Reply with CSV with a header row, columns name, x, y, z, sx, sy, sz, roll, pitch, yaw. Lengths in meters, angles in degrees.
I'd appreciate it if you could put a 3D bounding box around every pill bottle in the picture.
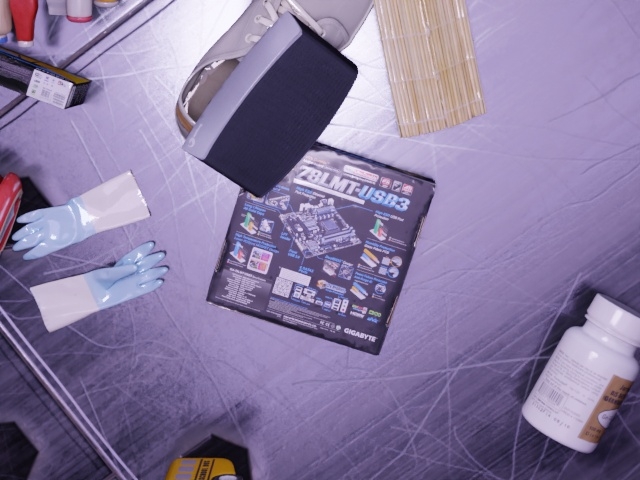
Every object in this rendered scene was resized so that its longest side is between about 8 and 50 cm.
name,x,y,z,sx,sy,sz,roll,pitch,yaw
pill bottle,0.427,0.207,1.868,0.131,0.131,0.229,27,99,-3

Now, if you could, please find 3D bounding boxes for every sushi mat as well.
name,x,y,z,sx,sy,sz,roll,pitch,yaw
sushi mat,0.159,-0.324,1.811,0.151,0.019,0.317,-17,104,-19

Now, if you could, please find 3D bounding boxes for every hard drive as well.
name,x,y,z,sx,sy,sz,roll,pitch,yaw
hard drive,-0.067,-0.191,1.746,0.172,0.054,0.255,33,100,-37

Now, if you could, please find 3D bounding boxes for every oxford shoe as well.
name,x,y,z,sx,sy,sz,roll,pitch,yaw
oxford shoe,-0.056,-0.313,1.795,0.169,0.130,0.449,42,96,-4

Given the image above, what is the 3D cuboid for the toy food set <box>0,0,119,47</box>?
name,x,y,z,sx,sy,sz,roll,pitch,yaw
toy food set,-0.426,-0.348,1.805,0.232,0.111,0.105,3,111,-1

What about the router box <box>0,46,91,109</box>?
name,x,y,z,sx,sy,sz,roll,pitch,yaw
router box,-0.452,-0.254,1.805,0.178,0.133,0.046,21,99,-3

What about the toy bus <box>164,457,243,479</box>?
name,x,y,z,sx,sy,sz,roll,pitch,yaw
toy bus,-0.188,0.436,1.812,0.130,0.333,0.108,2,99,0

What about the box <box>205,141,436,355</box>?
name,x,y,z,sx,sy,sz,roll,pitch,yaw
box,0.000,0.000,1.871,0.295,0.073,0.293,17,98,-2

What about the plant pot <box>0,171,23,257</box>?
name,x,y,z,sx,sy,sz,roll,pitch,yaw
plant pot,-0.561,-0.051,1.813,0.174,0.191,0.191,20,99,-7

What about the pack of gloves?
name,x,y,z,sx,sy,sz,roll,pitch,yaw
pack of gloves,-0.372,0.022,1.894,0.232,0.046,0.195,-22,99,4
